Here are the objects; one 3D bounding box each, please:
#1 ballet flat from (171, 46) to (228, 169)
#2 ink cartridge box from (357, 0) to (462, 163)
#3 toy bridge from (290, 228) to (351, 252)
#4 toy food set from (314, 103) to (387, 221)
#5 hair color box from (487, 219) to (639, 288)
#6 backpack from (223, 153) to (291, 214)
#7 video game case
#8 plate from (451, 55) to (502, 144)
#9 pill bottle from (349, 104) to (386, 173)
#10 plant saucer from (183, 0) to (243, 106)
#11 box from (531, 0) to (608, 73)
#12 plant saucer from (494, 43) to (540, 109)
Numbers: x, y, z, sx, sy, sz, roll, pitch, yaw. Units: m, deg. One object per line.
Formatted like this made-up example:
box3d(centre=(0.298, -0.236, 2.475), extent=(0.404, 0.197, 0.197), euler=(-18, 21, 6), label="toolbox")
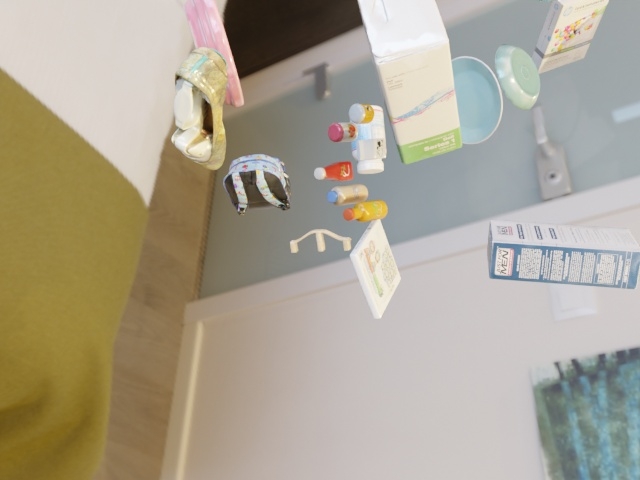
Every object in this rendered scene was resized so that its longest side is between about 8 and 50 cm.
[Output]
box3d(centre=(-0.265, -0.251, 1.540), extent=(0.348, 0.123, 0.123), euler=(107, -10, -54), label="ballet flat")
box3d(centre=(0.150, -0.296, 1.224), extent=(0.278, 0.117, 0.201), euler=(62, 14, -59), label="ink cartridge box")
box3d(centre=(0.000, 0.000, 2.127), extent=(0.026, 0.188, 0.063), euler=(-41, 125, -65), label="toy bridge")
box3d(centre=(0.055, -0.152, 1.439), extent=(0.104, 0.111, 0.232), euler=(-11, 98, -47), label="toy food set")
box3d(centre=(0.597, 0.032, 1.813), extent=(0.174, 0.347, 0.105), euler=(-61, 154, -68), label="hair color box")
box3d(centre=(-0.160, -0.153, 1.798), extent=(0.173, 0.158, 0.117), euler=(67, 20, -60), label="backpack")
box3d(centre=(0.115, 0.056, 1.490), extent=(0.143, 0.019, 0.157), euler=(-54, 129, -49), label="video game case")
box3d(centre=(0.319, -0.301, 1.560), extent=(0.024, 0.188, 0.188), euler=(-19, 92, -37), label="plate")
box3d(centre=(0.120, -0.252, 1.828), extent=(0.087, 0.087, 0.160), euler=(6, 79, -61), label="pill bottle")
box3d(centre=(-0.289, -0.511, 1.935), extent=(0.332, 0.084, 0.332), euler=(163, -90, -84), label="plant saucer")
box3d(centre=(0.557, -0.472, 1.624), extent=(0.038, 0.145, 0.186), euler=(56, -24, 31), label="box")
box3d(centre=(0.342, -0.283, 1.239), extent=(0.119, 0.021, 0.119), euler=(15, 67, -39), label="plant saucer")
